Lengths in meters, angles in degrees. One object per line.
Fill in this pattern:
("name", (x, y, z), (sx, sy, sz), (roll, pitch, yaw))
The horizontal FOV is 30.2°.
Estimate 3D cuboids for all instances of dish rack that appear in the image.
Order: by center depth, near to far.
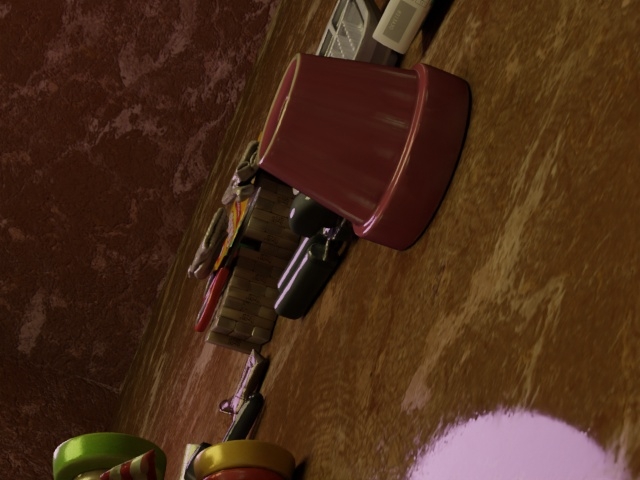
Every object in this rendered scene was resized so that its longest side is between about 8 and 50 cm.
("dish rack", (0.033, -0.226, 1.770), (0.333, 0.072, 0.286), (-98, 30, -67))

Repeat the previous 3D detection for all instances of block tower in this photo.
("block tower", (-0.091, 0.013, 1.922), (0.097, 0.090, 0.336), (143, 144, -72))

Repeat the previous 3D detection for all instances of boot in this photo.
("boot", (-0.118, 0.220, 1.839), (0.106, 0.037, 0.114), (18, 92, 66))

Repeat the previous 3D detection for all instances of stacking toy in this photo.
("stacking toy", (-0.195, 0.352, 1.410), (0.309, 0.279, 0.130), (123, 152, -47))

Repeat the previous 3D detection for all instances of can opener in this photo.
("can opener", (-0.014, 0.006, 1.581), (0.280, 0.093, 0.074), (115, 167, -52))
("can opener", (-0.136, 0.303, 1.740), (0.186, 0.073, 0.059), (-57, 7, 19))

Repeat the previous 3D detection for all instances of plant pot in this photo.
("plant pot", (0.037, -0.110, 1.269), (0.201, 0.180, 0.201), (-161, 90, -80))

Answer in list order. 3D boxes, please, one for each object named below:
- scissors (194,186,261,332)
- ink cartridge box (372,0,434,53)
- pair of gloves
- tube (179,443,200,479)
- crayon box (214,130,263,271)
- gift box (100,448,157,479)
("scissors", (-0.145, 0.039, 1.861), (0.297, 0.021, 0.109), (123, 164, -49))
("ink cartridge box", (0.154, -0.362, 1.519), (0.225, 0.056, 0.181), (-55, -5, -50))
("pair of gloves", (-0.147, -0.049, 1.918), (0.240, 0.042, 0.204), (-66, 6, -25))
("tube", (-0.208, 0.442, 1.859), (0.070, 0.062, 0.240), (35, -116, -59))
("crayon box", (-0.106, -0.069, 2.159), (0.202, 0.081, 0.319), (-107, 38, -73))
("gift box", (-0.131, 0.363, 1.119), (0.258, 0.255, 0.276), (-120, 44, -73))
